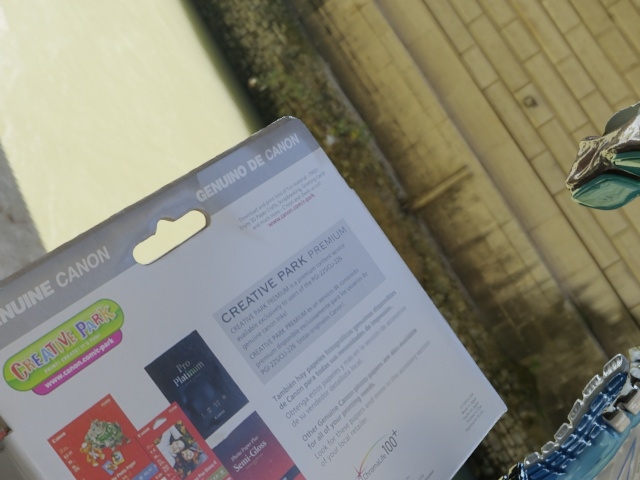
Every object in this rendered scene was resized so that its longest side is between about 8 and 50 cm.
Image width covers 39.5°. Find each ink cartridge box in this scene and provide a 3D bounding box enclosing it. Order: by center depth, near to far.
[{"bbox_3d":[-0.063,0.103,0.591,0.309,0.130,0.272,-36,92,-42],"label":"ink cartridge box"}]

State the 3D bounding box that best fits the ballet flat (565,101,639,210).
[{"bbox_3d":[0.352,-0.107,0.961,0.107,0.106,0.316,18,-7,-8],"label":"ballet flat"}]

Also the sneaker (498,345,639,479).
[{"bbox_3d":[0.174,0.164,0.573,0.083,0.191,0.071,41,8,-7],"label":"sneaker"}]
